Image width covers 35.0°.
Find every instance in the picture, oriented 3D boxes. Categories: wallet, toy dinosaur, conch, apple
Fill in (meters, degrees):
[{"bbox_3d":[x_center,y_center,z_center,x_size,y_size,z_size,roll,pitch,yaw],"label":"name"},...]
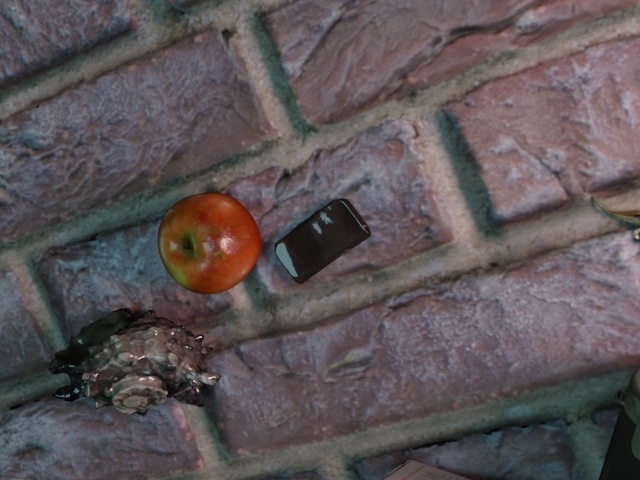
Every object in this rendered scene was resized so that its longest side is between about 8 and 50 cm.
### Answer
[{"bbox_3d":[0.000,0.000,1.601,0.157,0.018,0.082,-37,88,25],"label":"wallet"},{"bbox_3d":[0.460,-0.011,1.408,0.180,0.037,0.058,21,86,9],"label":"toy dinosaur"},{"bbox_3d":[-0.316,0.211,1.663,0.313,0.241,0.186,3,91,34],"label":"conch"},{"bbox_3d":[-0.174,0.004,1.611,0.163,0.139,0.163,5,98,32],"label":"apple"}]

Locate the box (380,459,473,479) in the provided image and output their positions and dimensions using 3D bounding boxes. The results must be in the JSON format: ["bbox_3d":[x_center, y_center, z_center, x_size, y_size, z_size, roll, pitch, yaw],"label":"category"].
[{"bbox_3d":[0.229,0.478,1.538,0.299,0.106,0.200,10,107,37],"label":"box"}]

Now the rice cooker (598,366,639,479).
[{"bbox_3d":[0.520,0.305,1.334,0.288,0.288,0.277,18,108,17],"label":"rice cooker"}]
